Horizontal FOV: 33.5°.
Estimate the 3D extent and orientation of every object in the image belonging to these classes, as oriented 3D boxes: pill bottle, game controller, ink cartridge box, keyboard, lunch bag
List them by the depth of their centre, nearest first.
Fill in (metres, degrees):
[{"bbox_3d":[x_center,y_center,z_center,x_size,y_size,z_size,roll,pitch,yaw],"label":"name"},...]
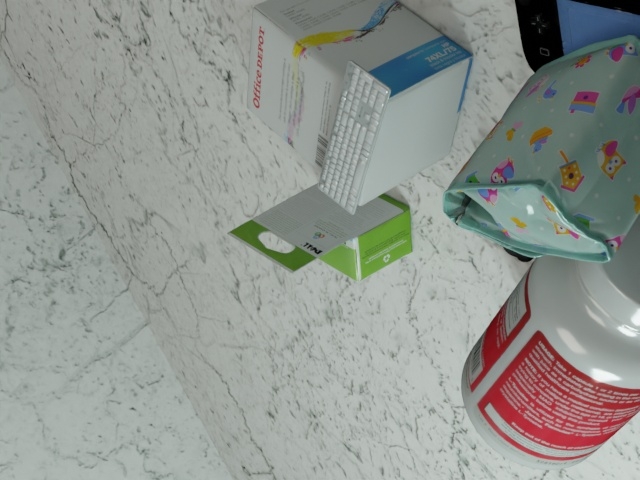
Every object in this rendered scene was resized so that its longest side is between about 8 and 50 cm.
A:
[{"bbox_3d":[0.358,-0.230,1.243,0.319,0.067,0.166,28,137,45],"label":"game controller"},{"bbox_3d":[0.275,-0.101,1.252,0.160,0.223,0.262,39,166,-20],"label":"lunch bag"},{"bbox_3d":[0.352,0.125,1.398,0.229,0.229,0.407,50,149,19],"label":"pill bottle"},{"bbox_3d":[0.043,-0.136,1.466,0.072,0.014,0.256,44,147,21],"label":"keyboard"},{"bbox_3d":[0.049,-0.234,1.583,0.270,0.197,0.198,43,146,27],"label":"ink cartridge box"},{"bbox_3d":[0.000,0.000,1.804,0.189,0.255,0.097,30,139,43],"label":"ink cartridge box"}]

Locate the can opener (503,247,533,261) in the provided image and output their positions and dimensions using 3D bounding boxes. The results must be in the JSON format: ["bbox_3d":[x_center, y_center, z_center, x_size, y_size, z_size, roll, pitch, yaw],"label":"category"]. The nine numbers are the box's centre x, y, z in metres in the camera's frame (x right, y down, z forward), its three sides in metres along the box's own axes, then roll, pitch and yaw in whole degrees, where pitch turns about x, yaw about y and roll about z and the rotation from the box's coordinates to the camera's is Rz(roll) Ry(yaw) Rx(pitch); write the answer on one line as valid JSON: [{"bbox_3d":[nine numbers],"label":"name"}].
[{"bbox_3d":[0.273,-0.053,1.556,0.186,0.073,0.059,63,-171,2],"label":"can opener"}]
